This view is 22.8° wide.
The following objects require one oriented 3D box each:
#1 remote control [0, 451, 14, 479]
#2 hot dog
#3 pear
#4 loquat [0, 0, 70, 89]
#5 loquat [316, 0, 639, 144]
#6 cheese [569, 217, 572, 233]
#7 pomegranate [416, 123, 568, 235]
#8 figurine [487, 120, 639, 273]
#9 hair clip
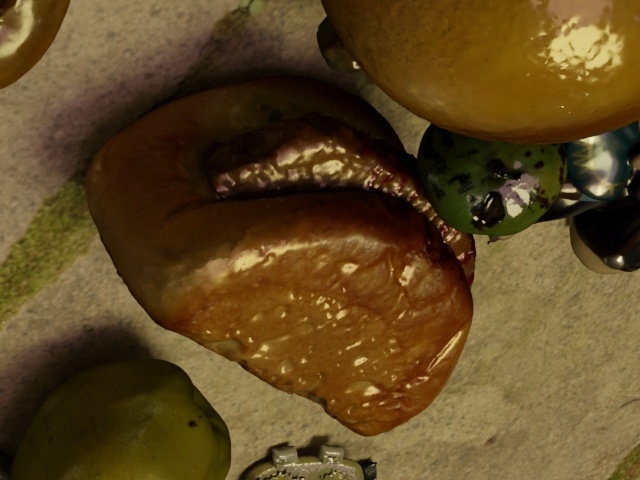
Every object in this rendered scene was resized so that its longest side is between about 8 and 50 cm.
[{"bbox_3d":[-0.375,0.310,1.479,0.285,0.038,0.123,-38,140,0],"label":"remote control"},{"bbox_3d":[0.000,0.002,1.351,0.223,0.185,0.405,-44,140,9],"label":"hot dog"},{"bbox_3d":[-0.174,0.202,1.413,0.198,0.198,0.198,-20,137,-20],"label":"pear"},{"bbox_3d":[-0.233,-0.171,1.053,0.163,0.163,0.137,-44,109,8],"label":"loquat"},{"bbox_3d":[0.127,-0.217,1.156,0.328,0.329,0.359,9,153,-41],"label":"loquat"},{"bbox_3d":[0.334,-0.164,1.553,0.085,0.034,0.400,-7,132,-27],"label":"cheese"},{"bbox_3d":[0.143,-0.064,1.299,0.122,0.122,0.161,-47,170,11],"label":"pomegranate"},{"bbox_3d":[0.318,-0.117,1.418,0.411,0.241,0.306,-39,111,24],"label":"figurine"},{"bbox_3d":[-0.010,0.276,1.702,0.187,0.056,0.146,-6,124,-28],"label":"hair clip"}]
